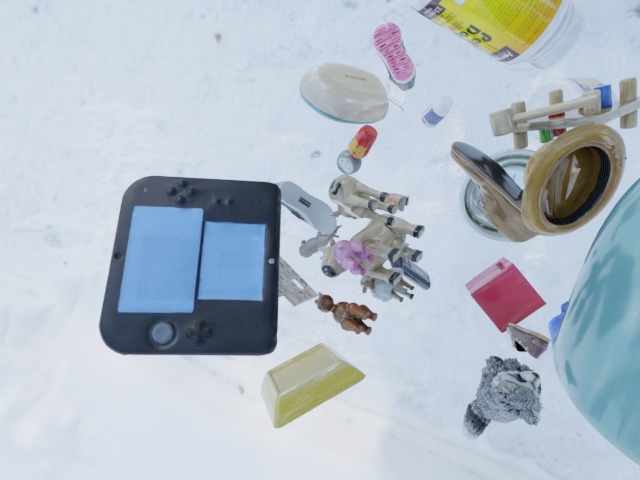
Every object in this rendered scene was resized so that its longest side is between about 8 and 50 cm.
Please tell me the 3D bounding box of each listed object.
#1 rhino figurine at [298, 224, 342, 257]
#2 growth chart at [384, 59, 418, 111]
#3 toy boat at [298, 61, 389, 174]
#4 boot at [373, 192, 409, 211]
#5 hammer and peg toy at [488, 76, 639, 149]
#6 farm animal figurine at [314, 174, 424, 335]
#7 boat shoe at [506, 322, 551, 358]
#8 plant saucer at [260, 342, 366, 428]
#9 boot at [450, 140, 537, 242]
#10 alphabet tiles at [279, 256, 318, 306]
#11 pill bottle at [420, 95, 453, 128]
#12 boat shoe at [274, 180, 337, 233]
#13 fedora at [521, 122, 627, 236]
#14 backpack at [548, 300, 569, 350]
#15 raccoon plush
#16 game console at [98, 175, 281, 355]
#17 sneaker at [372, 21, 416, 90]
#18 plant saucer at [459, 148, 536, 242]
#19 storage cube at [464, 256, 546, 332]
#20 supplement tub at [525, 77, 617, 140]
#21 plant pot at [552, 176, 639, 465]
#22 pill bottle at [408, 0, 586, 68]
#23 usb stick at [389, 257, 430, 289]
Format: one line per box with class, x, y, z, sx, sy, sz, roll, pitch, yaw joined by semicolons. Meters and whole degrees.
rhino figurine;0.000;0.000;1.917;0.243;0.106;0.073;-32;106;9
growth chart;0.331;-0.669;1.781;0.237;0.021;0.172;101;149;-47
toy boat;0.068;-0.336;1.139;0.148;0.267;0.318;127;139;-50
boot;0.316;-0.180;1.937;0.152;0.197;0.073;10;102;19
hammer and peg toy;0.612;-0.303;1.061;0.266;0.361;0.128;13;121;55
farm animal figurine;0.087;0.011;0.899;0.172;0.326;0.331;24;118;34
boat shoe;0.599;0.294;1.250;0.073;0.207;0.073;28;90;6
plant saucer;-0.052;0.470;1.468;0.332;0.333;0.081;-26;98;-14
boot;0.421;-0.119;1.049;0.305;0.112;0.115;48;136;12
alphabet tiles;-0.111;0.101;1.187;0.198;0.237;0.009;45;103;12
pill bottle;0.410;-0.452;1.483;0.067;0.067;0.120;65;155;8
boat shoe;-0.044;-0.096;1.191;0.078;0.219;0.070;-57;29;-11
fedora;0.395;-0.102;0.692;0.194;0.079;0.194;-6;122;-10
backpack;0.450;0.146;0.706;0.097;0.101;0.120;21;136;-5
raccoon plush;0.645;0.626;1.499;0.216;0.299;0.447;19;108;21
game console;-0.256;0.043;0.884;0.341;0.060;0.387;1;69;-3
sneaker;0.160;-0.387;0.903;0.063;0.075;0.171;-23;66;12
plant saucer;0.775;-0.188;1.719;0.400;0.100;0.401;8;121;14
storage cube;0.698;0.206;1.615;0.193;0.183;0.215;-39;88;13
supplement tub;0.950;-0.496;1.603;0.228;0.316;0.229;28;125;50
plant pot;0.387;0.045;0.369;0.292;0.293;0.235;7;122;23
pill bottle;0.230;-0.310;0.546;0.214;0.117;0.117;21;103;-16
usb stick;0.305;0.102;1.422;0.045;0.278;0.077;-29;56;22
